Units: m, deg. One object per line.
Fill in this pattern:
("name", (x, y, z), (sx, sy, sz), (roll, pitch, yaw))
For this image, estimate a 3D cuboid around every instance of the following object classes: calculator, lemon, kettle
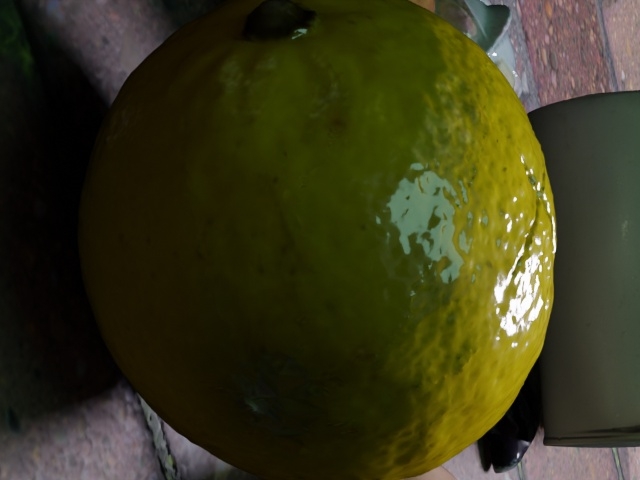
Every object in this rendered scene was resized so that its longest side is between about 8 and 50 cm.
("calculator", (0.182, 0.075, 1.452), (0.177, 0.040, 0.268), (59, 35, -42))
("lemon", (0.000, 0.000, 0.891), (0.297, 0.297, 0.297), (13, 75, -59))
("kettle", (0.283, 0.037, 1.448), (0.205, 0.265, 0.318), (2, 80, -33))

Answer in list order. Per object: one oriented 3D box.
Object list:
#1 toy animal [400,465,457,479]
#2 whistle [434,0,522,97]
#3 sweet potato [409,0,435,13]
("toy animal", (0.051, 0.270, 1.071), (0.166, 0.154, 0.250), (-12, 100, -79))
("whistle", (0.059, -0.095, 1.183), (0.346, 0.134, 0.142), (-52, 134, -38))
("sweet potato", (0.033, -0.236, 1.149), (0.336, 0.131, 0.131), (-80, 150, -46))
